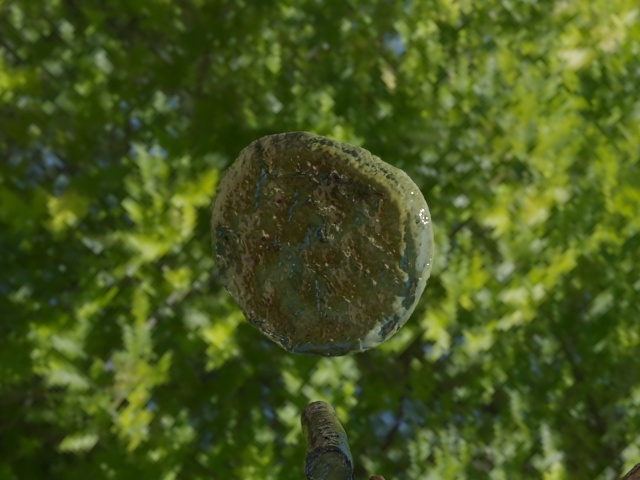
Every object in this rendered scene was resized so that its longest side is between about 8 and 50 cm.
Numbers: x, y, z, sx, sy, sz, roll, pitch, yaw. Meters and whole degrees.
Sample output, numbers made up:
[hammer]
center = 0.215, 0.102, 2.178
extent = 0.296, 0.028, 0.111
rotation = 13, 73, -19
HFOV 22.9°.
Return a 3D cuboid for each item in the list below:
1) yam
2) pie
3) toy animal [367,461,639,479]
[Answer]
[yam]
center = 0.001, 0.113, 0.912
extent = 0.027, 0.033, 0.129
rotation = -45, -169, 3
[pie]
center = -0.001, 0.001, 0.550
extent = 0.084, 0.084, 0.021
rotation = -32, -176, 23
[toy animal]
center = 0.108, 0.188, 0.934
extent = 0.275, 0.054, 0.149
rotation = -24, -136, 32
